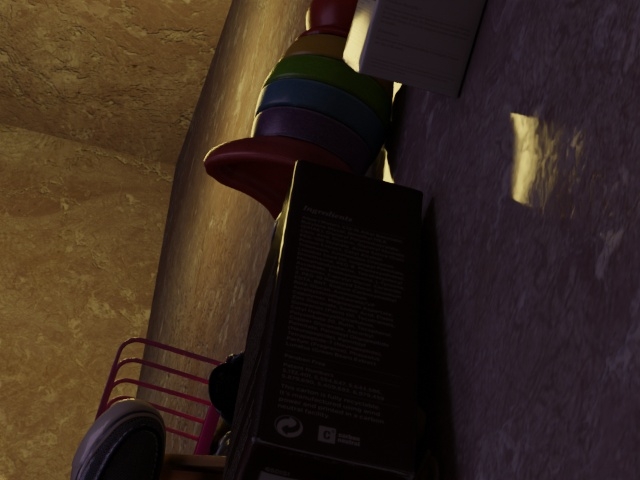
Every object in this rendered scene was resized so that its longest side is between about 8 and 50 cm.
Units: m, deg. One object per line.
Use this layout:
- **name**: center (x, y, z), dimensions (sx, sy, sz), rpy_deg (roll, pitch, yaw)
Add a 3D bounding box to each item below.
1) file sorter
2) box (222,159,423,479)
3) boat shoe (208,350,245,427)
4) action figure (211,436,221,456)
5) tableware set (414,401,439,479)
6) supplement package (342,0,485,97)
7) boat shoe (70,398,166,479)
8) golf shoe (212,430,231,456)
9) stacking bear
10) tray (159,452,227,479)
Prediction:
- **file sorter**: center (-0.264, 0.311, 2.278), dimensions (0.291, 0.182, 0.202), rpy_deg (112, 175, -54)
- **box**: center (0.002, 0.120, 1.309), dimensions (0.381, 0.143, 0.191), rpy_deg (-85, 10, -51)
- **boat shoe**: center (-0.082, 0.186, 1.796), dimensions (0.340, 0.113, 0.127), rpy_deg (180, 103, -79)
- **action figure**: center (-0.165, 0.356, 2.253), dimensions (0.038, 0.030, 0.115), rpy_deg (112, 169, -51)
- **tableware set**: center (0.068, 0.215, 1.246), dimensions (0.169, 0.020, 0.141), rpy_deg (-95, 21, -60)
- **supplement package**: center (0.100, -0.243, 1.417), dimensions (0.105, 0.105, 0.179), rpy_deg (-119, 44, -74)
- **boat shoe**: center (-0.256, 0.382, 1.832), dimensions (0.158, 0.127, 0.340), rpy_deg (36, 111, 51)
- **golf shoe**: center (-0.131, 0.356, 1.942), dimensions (0.094, 0.077, 0.198), rpy_deg (-175, 98, -80)
- **stacking bear**: center (0.012, -0.177, 1.676), dimensions (0.164, 0.175, 0.289), rpy_deg (-11, 52, 49)
- **tray**: center (-0.159, 0.377, 1.833), dimensions (0.411, 0.076, 0.203), rpy_deg (-13, 63, 61)
